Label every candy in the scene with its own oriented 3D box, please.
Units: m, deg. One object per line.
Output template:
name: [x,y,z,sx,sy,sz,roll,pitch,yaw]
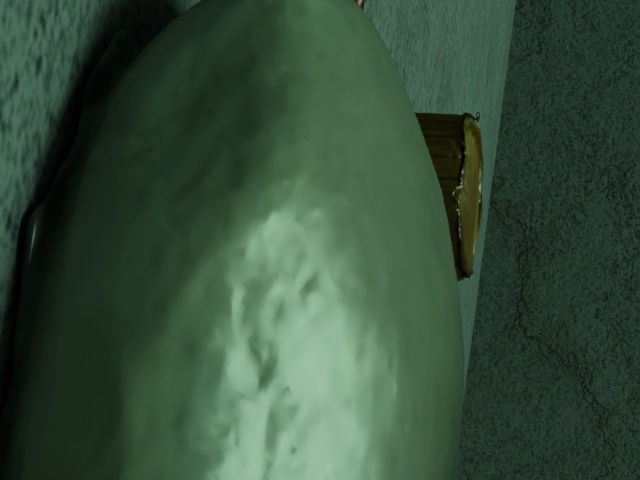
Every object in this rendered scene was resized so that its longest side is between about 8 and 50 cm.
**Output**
candy: [-0.024,0.075,0.787,0.386,0.186,0.427,14,79,-76]

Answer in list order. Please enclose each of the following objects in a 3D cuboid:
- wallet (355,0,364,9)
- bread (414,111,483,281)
wallet: [0.001,-0.090,1.121,0.103,0.020,0.196,133,-27,-77]
bread: [0.128,-0.051,1.764,0.199,0.104,0.199,3,90,-77]
